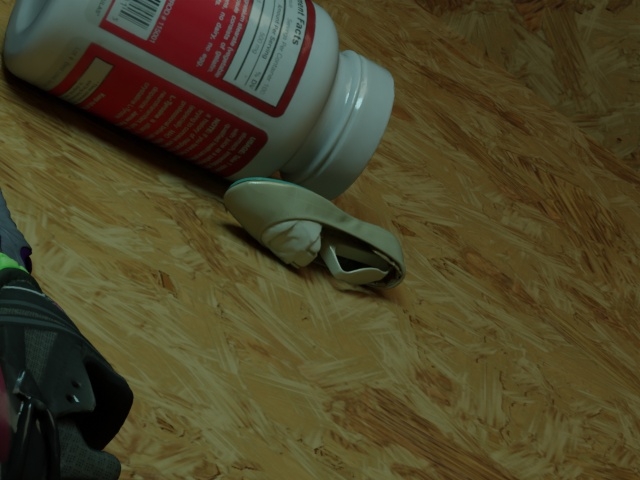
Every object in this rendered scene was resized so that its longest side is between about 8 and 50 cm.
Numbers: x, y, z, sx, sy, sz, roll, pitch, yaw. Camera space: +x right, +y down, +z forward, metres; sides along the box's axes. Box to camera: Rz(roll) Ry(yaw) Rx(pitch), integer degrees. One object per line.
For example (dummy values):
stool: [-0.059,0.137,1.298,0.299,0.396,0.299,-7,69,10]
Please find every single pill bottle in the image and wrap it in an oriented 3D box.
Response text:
pill bottle: [-0.130,-0.205,2.184,0.408,0.229,0.229,26,21,-22]

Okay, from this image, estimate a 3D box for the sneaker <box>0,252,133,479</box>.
sneaker: [-0.237,0.141,1.270,0.202,0.185,0.483,34,22,1]

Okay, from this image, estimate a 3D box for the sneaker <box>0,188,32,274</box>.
sneaker: [-0.303,-0.010,1.715,0.098,0.083,0.223,49,11,-35]

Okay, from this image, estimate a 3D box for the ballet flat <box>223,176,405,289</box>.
ballet flat: [0.000,0.000,2.144,0.248,0.086,0.086,19,24,-38]
